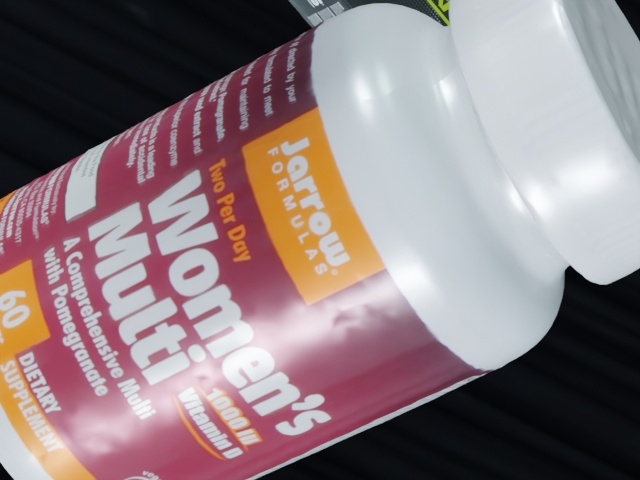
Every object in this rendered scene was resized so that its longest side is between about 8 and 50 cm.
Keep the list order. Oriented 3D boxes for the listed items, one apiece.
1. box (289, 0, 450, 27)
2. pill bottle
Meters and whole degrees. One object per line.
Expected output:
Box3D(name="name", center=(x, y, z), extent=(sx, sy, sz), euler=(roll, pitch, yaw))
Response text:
Box3D(name="box", center=(0.063, -0.187, 1.416), extent=(0.045, 0.191, 0.184), euler=(-22, 30, 39))
Box3D(name="pill bottle", center=(0.000, 0.000, 0.617), extent=(0.221, 0.121, 0.121), euler=(-27, 37, 21))
